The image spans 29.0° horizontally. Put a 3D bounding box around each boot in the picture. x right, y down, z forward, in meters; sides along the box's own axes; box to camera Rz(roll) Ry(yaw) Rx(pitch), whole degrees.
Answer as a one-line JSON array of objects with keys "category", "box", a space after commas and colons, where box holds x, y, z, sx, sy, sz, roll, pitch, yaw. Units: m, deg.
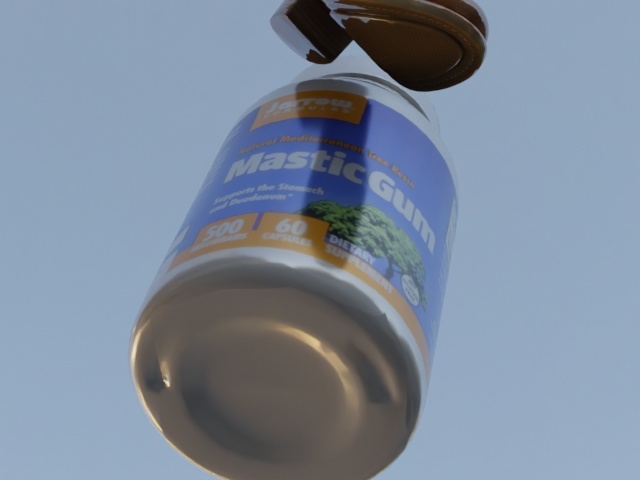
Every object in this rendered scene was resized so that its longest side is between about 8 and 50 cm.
[{"category": "boot", "box": [0.060, -0.165, 0.682, 0.152, 0.197, 0.073, -51, -58, -9]}]

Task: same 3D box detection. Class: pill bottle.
[{"category": "pill bottle", "box": [0.000, 0.000, 0.710, 0.152, 0.272, 0.152, 6, -55, 8]}]
